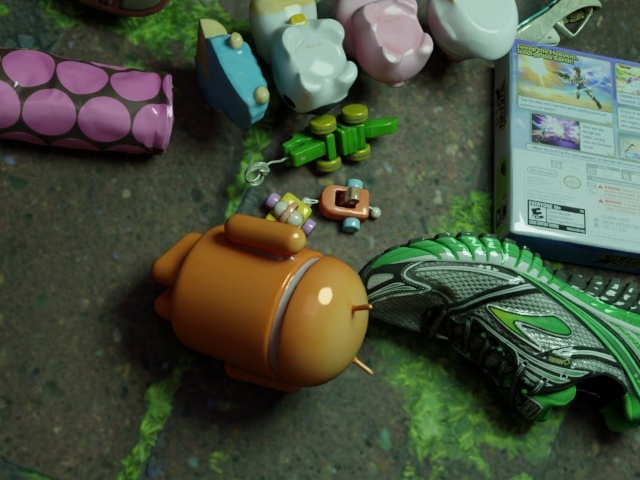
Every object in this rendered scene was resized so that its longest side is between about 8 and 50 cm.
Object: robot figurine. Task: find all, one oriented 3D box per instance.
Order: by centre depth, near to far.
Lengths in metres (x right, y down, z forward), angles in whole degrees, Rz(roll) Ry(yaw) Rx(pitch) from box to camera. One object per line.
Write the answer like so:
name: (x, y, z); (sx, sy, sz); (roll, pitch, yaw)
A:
robot figurine: (-0.050, 0.062, 0.989); (0.219, 0.128, 0.158); (17, 89, 23)

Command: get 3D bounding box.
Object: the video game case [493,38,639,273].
video game case: (0.330, -0.089, 1.203); (0.269, 0.061, 0.244); (9, 67, -10)

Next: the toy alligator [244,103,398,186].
toy alligator: (-0.006, -0.105, 1.136); (0.189, 0.056, 0.051); (-21, 34, -21)

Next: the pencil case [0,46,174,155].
pencil case: (-0.251, -0.145, 1.073); (0.209, 0.095, 0.098); (9, 50, -12)

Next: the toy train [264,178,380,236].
toy train: (0.000, 0.000, 1.092); (0.125, 0.046, 0.166); (13, 64, -8)

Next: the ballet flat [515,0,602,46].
ballet flat: (0.278, -0.257, 1.269); (0.168, 0.057, 0.052); (-38, 90, -24)

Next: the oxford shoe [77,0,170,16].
oxford shoe: (-0.305, -0.346, 1.151); (0.348, 0.123, 0.130); (23, 37, -2)

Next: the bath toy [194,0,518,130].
bath toy: (0.043, -0.217, 1.151); (0.348, 0.129, 0.152); (-15, 80, -17)

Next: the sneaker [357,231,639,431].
sneaker: (0.193, 0.092, 1.051); (0.343, 0.134, 0.146); (16, 65, -7)
